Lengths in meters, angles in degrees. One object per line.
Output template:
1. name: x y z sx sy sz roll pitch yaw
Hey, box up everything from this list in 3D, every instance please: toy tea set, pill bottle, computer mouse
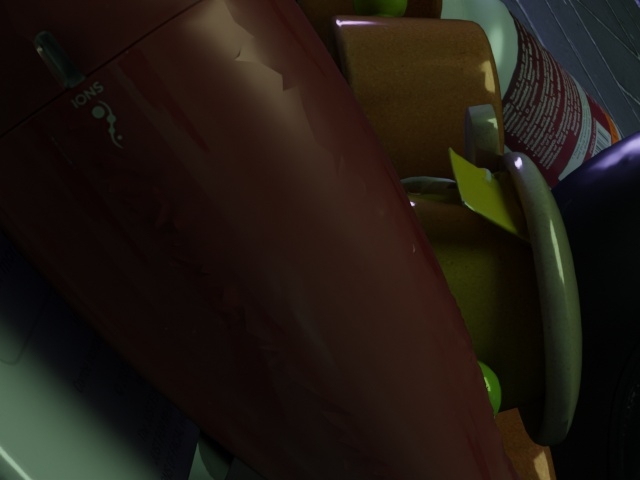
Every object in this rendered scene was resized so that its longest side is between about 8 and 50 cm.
1. toy tea set: 0.000 0.000 0.630 0.336 0.124 0.200 -101 -175 -54
2. pill bottle: 0.080 -0.080 1.036 0.221 0.121 0.121 37 26 -45
3. computer mouse: 0.103 0.088 0.686 0.188 0.072 0.272 -129 -139 -65

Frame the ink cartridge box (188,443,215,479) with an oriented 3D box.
1. ink cartridge box: -0.034 0.022 0.717 0.189 0.066 0.232 48 41 -25

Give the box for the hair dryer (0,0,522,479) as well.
1. hair dryer: -0.030 -0.053 0.431 0.223 0.080 0.293 20 40 -62

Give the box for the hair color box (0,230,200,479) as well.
1. hair color box: -0.166 -0.060 0.394 0.339 0.110 0.185 52 19 -18
